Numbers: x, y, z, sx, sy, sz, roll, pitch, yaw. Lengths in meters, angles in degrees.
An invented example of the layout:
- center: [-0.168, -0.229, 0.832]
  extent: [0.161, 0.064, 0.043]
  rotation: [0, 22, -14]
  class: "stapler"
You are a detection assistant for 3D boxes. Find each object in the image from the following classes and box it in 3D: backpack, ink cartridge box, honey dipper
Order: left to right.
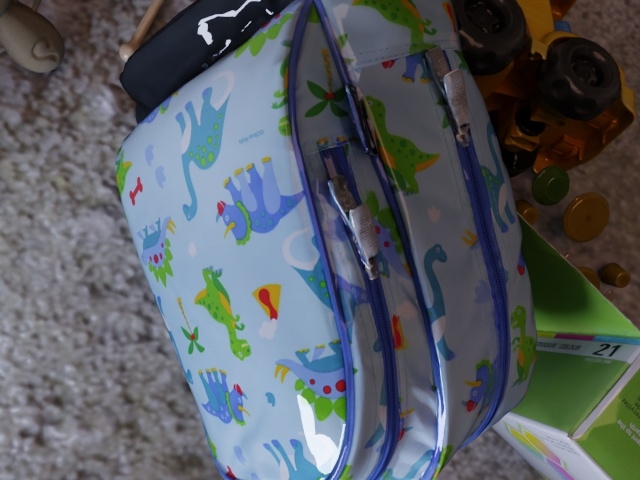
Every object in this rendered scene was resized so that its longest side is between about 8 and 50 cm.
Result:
- center: [-0.140, -0.232, 0.573]
  extent: [0.030, 0.030, 0.161]
  rotation: [29, 82, -5]
  class: "honey dipper"
- center: [0.000, 0.000, 0.449]
  extent: [0.273, 0.290, 0.355]
  rotation: [-38, 107, -43]
  class: "backpack"
- center: [0.178, 0.107, 0.506]
  extent: [0.255, 0.189, 0.097]
  rotation: [44, 80, -1]
  class: "ink cartridge box"

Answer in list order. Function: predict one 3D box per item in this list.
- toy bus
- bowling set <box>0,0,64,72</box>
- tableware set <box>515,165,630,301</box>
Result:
- center: [0.162, -0.187, 0.573]
  extent: [0.220, 0.149, 0.211]
  rotation: [22, 64, -9]
  class: "toy bus"
- center: [-0.225, -0.297, 0.493]
  extent: [0.200, 0.154, 0.287]
  rotation: [39, 86, 6]
  class: "bowling set"
- center: [0.233, 0.005, 0.592]
  extent: [0.154, 0.024, 0.104]
  rotation: [37, 97, -21]
  class: "tableware set"
